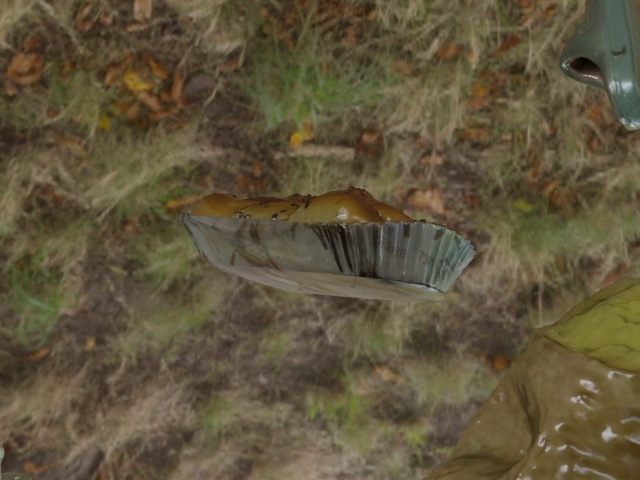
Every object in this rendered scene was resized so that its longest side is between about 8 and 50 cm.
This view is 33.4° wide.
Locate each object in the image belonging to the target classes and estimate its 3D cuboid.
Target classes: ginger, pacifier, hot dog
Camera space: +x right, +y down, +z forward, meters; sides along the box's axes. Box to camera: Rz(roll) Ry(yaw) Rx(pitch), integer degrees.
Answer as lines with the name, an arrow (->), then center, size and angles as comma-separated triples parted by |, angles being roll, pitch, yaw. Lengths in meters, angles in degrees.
ginger -> 0.158, 0.148, 0.469 | 0.219, 0.123, 0.270 | -31, 107, -12
pacifier -> -0.367, 0.259, 1.190 | 0.083, 0.068, 0.064 | -1, 91, -14
hot dog -> 0.000, 0.000, 0.586 | 0.108, 0.059, 0.191 | 15, 175, -37

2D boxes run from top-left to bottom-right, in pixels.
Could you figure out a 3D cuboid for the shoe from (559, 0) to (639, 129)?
shoe -> 0.244, -0.173, 0.935 | 0.078, 0.195, 0.079 | -20, 143, 23
